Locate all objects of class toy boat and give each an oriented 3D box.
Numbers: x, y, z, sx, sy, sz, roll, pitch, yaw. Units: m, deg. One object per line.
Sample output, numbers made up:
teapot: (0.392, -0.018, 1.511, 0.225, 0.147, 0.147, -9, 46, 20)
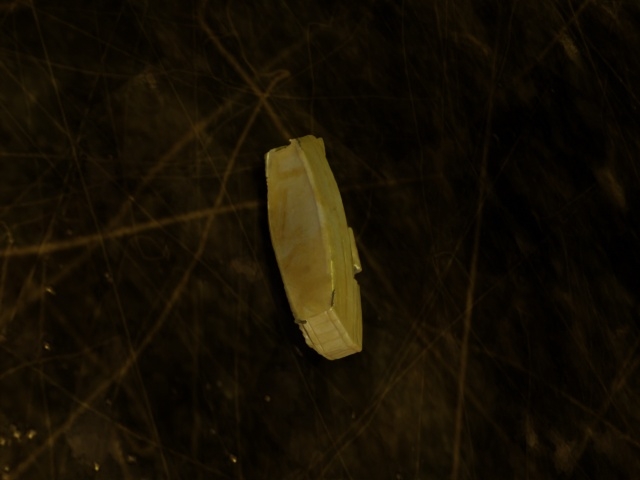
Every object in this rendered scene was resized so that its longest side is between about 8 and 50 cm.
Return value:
toy boat: (0.000, 0.000, 0.986, 0.072, 0.064, 0.206, 34, 40, -52)
